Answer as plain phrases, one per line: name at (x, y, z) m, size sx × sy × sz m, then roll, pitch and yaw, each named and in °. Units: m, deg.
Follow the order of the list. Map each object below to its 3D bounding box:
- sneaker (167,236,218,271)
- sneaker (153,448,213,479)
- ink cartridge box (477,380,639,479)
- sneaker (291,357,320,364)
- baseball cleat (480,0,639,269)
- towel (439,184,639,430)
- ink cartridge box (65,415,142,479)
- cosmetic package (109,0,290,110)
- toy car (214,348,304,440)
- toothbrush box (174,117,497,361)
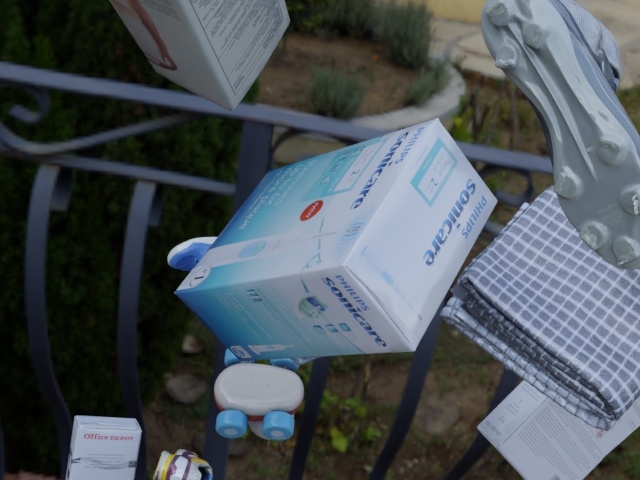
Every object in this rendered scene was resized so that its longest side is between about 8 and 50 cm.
sneaker at (-0.159, 0.041, 1.442) m, size 0.152 × 0.058 × 0.084 m, roll -6°, pitch 53°, yaw -12°
sneaker at (-0.217, 0.392, 1.543) m, size 0.084 × 0.069 × 0.185 m, roll 17°, pitch -8°, yaw 10°
ink cartridge box at (0.440, 0.318, 1.636) m, size 0.261 × 0.296 × 0.066 m, roll -43°, pitch 44°, yaw -2°
sneaker at (0.039, 0.109, 1.320) m, size 0.104 × 0.262 × 0.125 m, roll 50°, pitch 44°, yaw 7°
baseball cleat at (0.186, -0.085, 0.617) m, size 0.109 × 0.072 × 0.205 m, roll -21°, pitch 86°, yaw -43°
towel at (0.338, 0.078, 1.234) m, size 0.284 × 0.121 × 0.235 m, roll 38°, pitch 69°, yaw 18°
ink cartridge box at (-0.378, 0.383, 1.595) m, size 0.109 × 0.150 × 0.063 m, roll 7°, pitch 8°, yaw -21°
cosmetic package at (-0.142, -0.287, 1.050) m, size 0.129 × 0.296 × 0.153 m, roll 28°, pitch 79°, yaw 13°
toy car at (-0.144, 0.405, 2.213) m, size 0.210 × 0.238 × 0.219 m, roll 2°, pitch 49°, yaw 1°
toothbrush box at (0.013, 0.009, 1.011) m, size 0.296 × 0.126 × 0.216 m, roll -10°, pitch 38°, yaw 49°
